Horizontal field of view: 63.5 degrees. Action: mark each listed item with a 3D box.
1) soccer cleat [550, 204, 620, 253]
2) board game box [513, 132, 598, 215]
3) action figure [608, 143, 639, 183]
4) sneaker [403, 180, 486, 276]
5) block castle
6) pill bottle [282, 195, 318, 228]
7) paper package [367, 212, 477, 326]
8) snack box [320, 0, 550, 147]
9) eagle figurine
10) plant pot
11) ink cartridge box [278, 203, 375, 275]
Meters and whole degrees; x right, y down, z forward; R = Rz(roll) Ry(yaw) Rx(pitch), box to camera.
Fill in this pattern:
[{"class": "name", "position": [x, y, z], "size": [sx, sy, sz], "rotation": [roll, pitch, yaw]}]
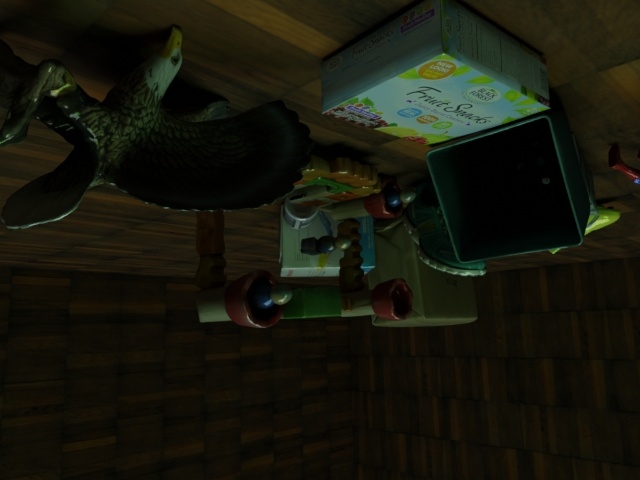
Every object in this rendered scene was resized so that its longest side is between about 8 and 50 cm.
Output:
[{"class": "soccer cleat", "position": [0.672, -0.027, 1.423], "size": [0.093, 0.121, 0.289], "rotation": [8, 166, -42]}, {"class": "board game box", "position": [0.407, -0.102, 1.023], "size": [0.224, 0.098, 0.303], "rotation": [-9, 168, 32]}, {"class": "action figure", "position": [0.660, -0.135, 0.945], "size": [0.280, 0.139, 0.091], "rotation": [26, 163, -20]}, {"class": "sneaker", "position": [0.243, -0.024, 1.040], "size": [0.107, 0.110, 0.275], "rotation": [-1, -146, -19]}, {"class": "block castle", "position": [0.000, 0.000, 0.938], "size": [0.212, 0.303, 0.453], "rotation": [-11, 167, 40]}, {"class": "pill bottle", "position": [-0.047, -0.069, 1.181], "size": [0.078, 0.078, 0.137], "rotation": [0, 170, -7]}, {"class": "paper package", "position": [0.293, 0.091, 1.494], "size": [0.168, 0.310, 0.324], "rotation": [-16, 164, 41]}, {"class": "snack box", "position": [0.132, -0.179, 0.596], "size": [0.207, 0.070, 0.174], "rotation": [5, 169, -41]}, {"class": "eagle figurine", "position": [-0.181, -0.119, 0.569], "size": [0.225, 0.226, 0.298], "rotation": [-31, 152, 27]}, {"class": "plant pot", "position": [0.294, -0.095, 0.756], "size": [0.165, 0.166, 0.234], "rotation": [-13, -169, 38]}, {"class": "ink cartridge box", "position": [0.008, 0.002, 1.338], "size": [0.232, 0.168, 0.171], "rotation": [-1, 170, -7]}]
